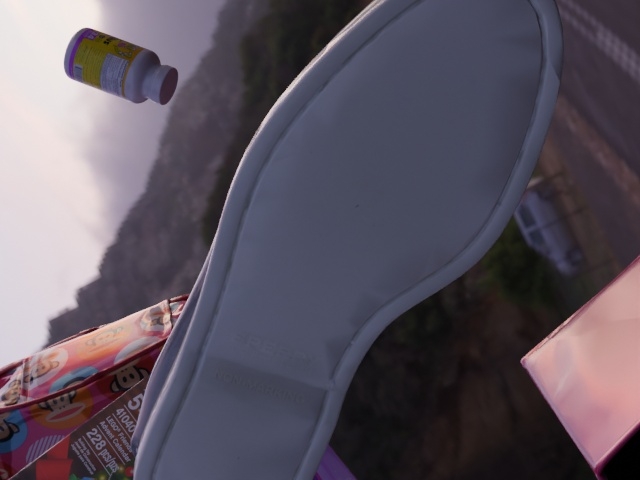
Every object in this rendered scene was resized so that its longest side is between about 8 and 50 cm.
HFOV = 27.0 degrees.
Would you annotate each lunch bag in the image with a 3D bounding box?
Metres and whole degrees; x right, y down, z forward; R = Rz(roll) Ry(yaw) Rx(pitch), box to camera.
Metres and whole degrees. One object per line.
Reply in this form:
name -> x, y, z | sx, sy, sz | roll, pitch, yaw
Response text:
lunch bag -> -0.186, 0.215, 1.393 | 0.120, 0.293, 0.258 | -109, -3, -67

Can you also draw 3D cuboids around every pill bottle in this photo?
pill bottle -> -0.153, -0.133, 1.031 | 0.083, 0.043, 0.043 | 22, 175, 14

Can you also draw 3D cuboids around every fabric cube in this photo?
fabric cube -> 0.358, 0.136, 1.082 | 0.259, 0.254, 0.258 | 45, -173, -12

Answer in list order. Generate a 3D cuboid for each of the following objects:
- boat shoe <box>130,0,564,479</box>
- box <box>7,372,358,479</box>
boat shoe -> 0.000, 0.000, 0.625 | 0.116, 0.319, 0.099 | 23, -156, -14
box -> -0.058, 0.218, 0.888 | 0.293, 0.201, 0.057 | 47, 168, 29
